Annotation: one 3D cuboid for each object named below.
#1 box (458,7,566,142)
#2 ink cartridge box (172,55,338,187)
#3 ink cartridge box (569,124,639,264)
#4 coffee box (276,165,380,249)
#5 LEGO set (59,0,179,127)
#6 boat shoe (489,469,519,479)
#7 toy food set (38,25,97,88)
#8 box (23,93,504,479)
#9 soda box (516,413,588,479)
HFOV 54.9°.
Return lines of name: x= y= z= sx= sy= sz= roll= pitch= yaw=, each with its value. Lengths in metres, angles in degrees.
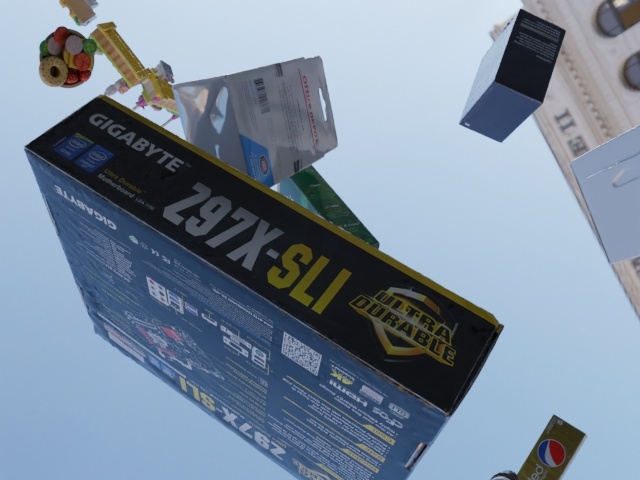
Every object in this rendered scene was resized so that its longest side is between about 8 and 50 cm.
box: x=0.331 y=-0.282 z=1.076 sx=0.093 sy=0.156 sz=0.158 roll=24 pitch=-108 yaw=-2
ink cartridge box: x=-0.052 y=-0.114 z=0.592 sx=0.180 sy=0.060 sz=0.104 roll=-39 pitch=-58 yaw=-57
ink cartridge box: x=0.612 y=-0.099 z=1.033 sx=0.270 sy=0.198 sz=0.197 roll=-12 pitch=-101 yaw=-26
coffee box: x=0.000 y=0.000 z=0.680 sx=0.040 sy=0.113 sz=0.184 roll=-12 pitch=-140 yaw=-22
LEGO set: x=-0.301 y=-0.245 z=0.955 sx=0.287 sy=0.107 sz=0.132 roll=35 pitch=-149 yaw=-47
boat shoe: x=0.181 y=0.307 z=0.682 sx=0.038 sy=0.046 sz=0.125 roll=-5 pitch=-60 yaw=-60
toy food set: x=-0.348 y=-0.251 z=0.848 sx=0.083 sy=0.020 sz=0.082 roll=-8 pitch=-65 yaw=-50
box: x=-0.057 y=0.068 z=0.474 sx=0.322 sy=0.257 sz=0.079 roll=30 pitch=-124 yaw=16
soda box: x=0.389 y=0.397 z=1.070 sx=0.181 sy=0.061 sz=0.058 roll=-58 pitch=-32 yaw=-3
